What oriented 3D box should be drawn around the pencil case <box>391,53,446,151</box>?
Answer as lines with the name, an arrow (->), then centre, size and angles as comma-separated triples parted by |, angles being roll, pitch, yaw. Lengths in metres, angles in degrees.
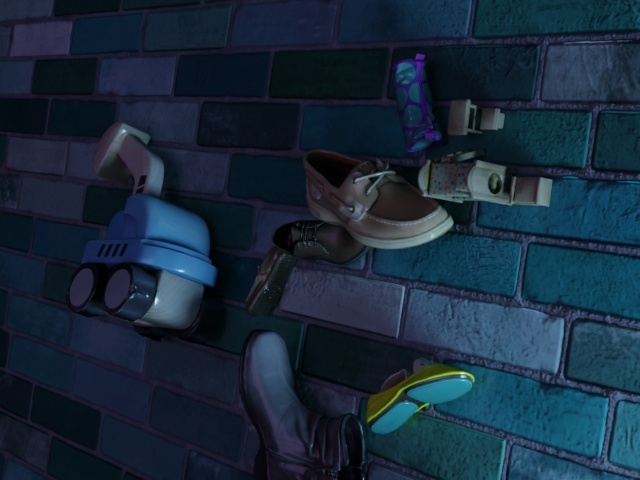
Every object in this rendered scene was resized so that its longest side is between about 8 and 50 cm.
pencil case -> 0.158, -0.223, 1.932 | 0.070, 0.064, 0.152 | -42, 54, 57

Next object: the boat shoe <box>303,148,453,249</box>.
boat shoe -> 0.077, -0.074, 1.933 | 0.341, 0.121, 0.110 | 19, 133, 50

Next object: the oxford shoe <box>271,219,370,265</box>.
oxford shoe -> 0.000, 0.000, 2.058 | 0.227, 0.096, 0.083 | -9, 76, 46

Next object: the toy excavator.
toy excavator -> -0.356, -0.034, 2.422 | 0.433, 0.222, 0.445 | 0, 70, 49

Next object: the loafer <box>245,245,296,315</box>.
loafer -> -0.096, 0.074, 2.190 | 0.148, 0.056, 0.050 | -58, 45, 12

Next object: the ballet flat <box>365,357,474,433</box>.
ballet flat -> 0.150, 0.232, 1.871 | 0.231, 0.077, 0.077 | -38, 41, 41

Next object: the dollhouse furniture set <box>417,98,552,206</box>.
dollhouse furniture set -> 0.251, -0.139, 1.783 | 0.182, 0.101, 0.161 | 4, 88, 49

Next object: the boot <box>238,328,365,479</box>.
boot -> -0.018, 0.309, 2.035 | 0.223, 0.118, 0.338 | -13, 85, 44
